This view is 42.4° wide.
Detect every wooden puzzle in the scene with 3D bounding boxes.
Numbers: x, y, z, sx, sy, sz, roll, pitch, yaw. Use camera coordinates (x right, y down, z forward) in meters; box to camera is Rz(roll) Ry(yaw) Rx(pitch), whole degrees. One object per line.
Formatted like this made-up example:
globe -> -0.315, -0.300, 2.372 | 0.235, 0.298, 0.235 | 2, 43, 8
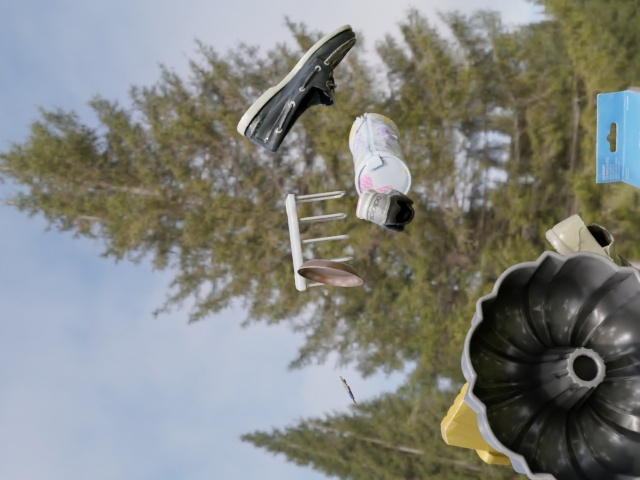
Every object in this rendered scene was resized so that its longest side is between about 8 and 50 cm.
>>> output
wooden puzzle -> 0.081, 0.435, 2.414 | 0.078, 0.014, 0.116 | 63, 175, -24

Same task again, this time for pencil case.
pencil case -> 0.120, -0.169, 1.692 | 0.273, 0.114, 0.124 | -93, -10, -62

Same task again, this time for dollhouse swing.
dollhouse swing -> 0.479, 0.415, 2.359 | 0.346, 0.305, 0.315 | -63, 18, 15

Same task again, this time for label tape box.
label tape box -> 0.885, -0.254, 2.080 | 0.115, 0.348, 0.249 | -70, -24, -67

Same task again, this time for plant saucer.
plant saucer -> 0.025, 0.080, 2.072 | 0.168, 0.168, 0.029 | 50, -134, -65

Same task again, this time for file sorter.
file sorter -> 0.000, 0.000, 2.450 | 0.193, 0.173, 0.277 | 153, 110, -86

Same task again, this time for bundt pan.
bundt pan -> 0.342, 0.187, 1.134 | 0.124, 0.331, 0.330 | 108, 177, -68

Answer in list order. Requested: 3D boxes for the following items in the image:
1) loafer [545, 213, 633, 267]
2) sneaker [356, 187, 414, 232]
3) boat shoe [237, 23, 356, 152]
loafer -> 0.617, 0.022, 1.829 | 0.269, 0.092, 0.102 | 23, -151, -33
sneaker -> 0.119, -0.045, 1.316 | 0.170, 0.075, 0.063 | 1, -69, -65
boat shoe -> -0.023, -0.322, 1.782 | 0.340, 0.113, 0.127 | -45, -8, -15
